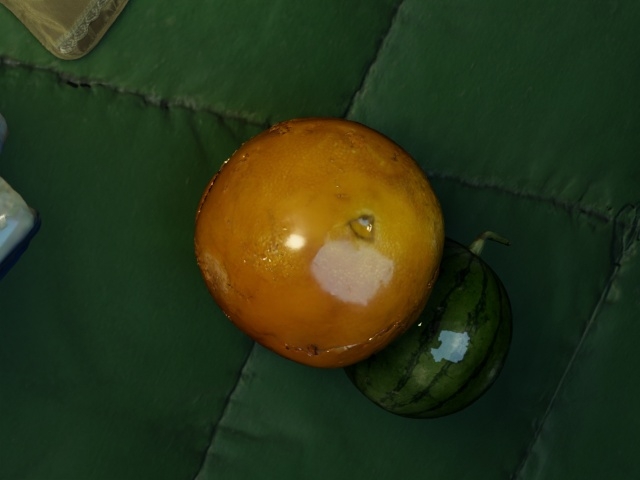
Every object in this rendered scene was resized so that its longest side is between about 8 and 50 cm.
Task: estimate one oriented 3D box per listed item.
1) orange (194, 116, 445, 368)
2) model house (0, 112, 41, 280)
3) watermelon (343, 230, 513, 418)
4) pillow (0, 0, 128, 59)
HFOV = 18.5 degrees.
[{"bbox_3d":[0.000,0.000,1.880,0.240,0.240,0.240,-19,125,-29],"label":"orange"},{"bbox_3d":[-0.424,-0.037,1.410,0.395,0.400,0.445,-44,133,-6],"label":"model house"},{"bbox_3d":[0.114,0.078,2.036,0.188,0.188,0.214,28,100,-44],"label":"watermelon"},{"bbox_3d":[-0.241,-0.248,1.679,0.130,0.033,0.217,-53,134,0],"label":"pillow"}]
